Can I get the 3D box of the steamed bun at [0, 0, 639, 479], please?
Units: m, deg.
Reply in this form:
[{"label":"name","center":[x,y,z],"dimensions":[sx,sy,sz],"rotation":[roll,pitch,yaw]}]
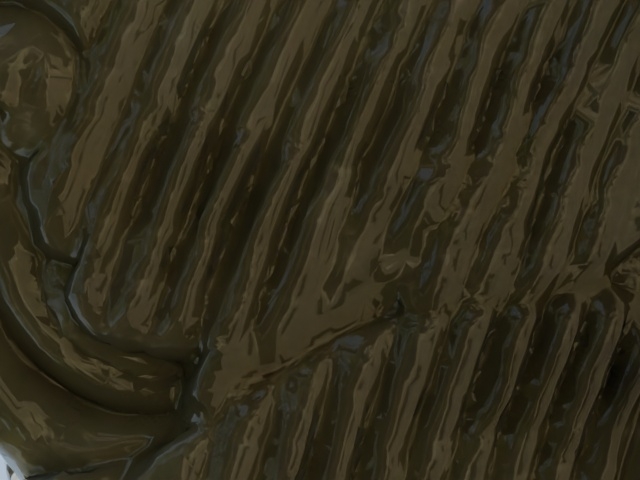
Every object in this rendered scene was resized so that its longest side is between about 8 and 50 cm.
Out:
[{"label":"steamed bun","center":[0.002,0.010,0.418],"dimensions":[0.219,0.324,0.309],"rotation":[-178,77,-81]}]
